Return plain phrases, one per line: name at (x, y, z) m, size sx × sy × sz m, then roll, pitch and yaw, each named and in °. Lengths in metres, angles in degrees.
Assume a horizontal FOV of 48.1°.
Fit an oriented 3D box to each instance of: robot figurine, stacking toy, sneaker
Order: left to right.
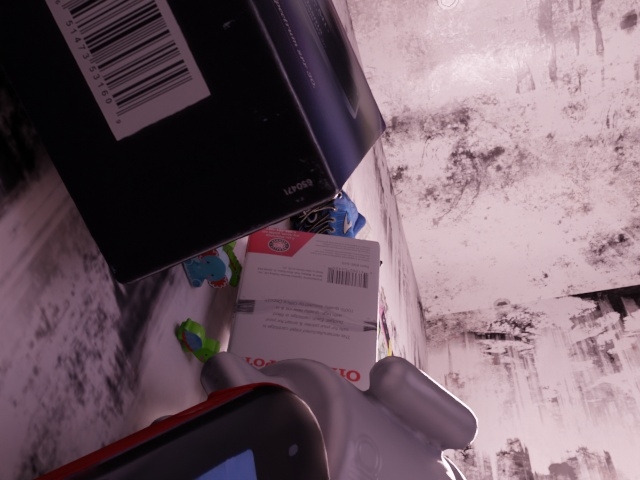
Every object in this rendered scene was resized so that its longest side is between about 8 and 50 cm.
stacking toy at (-0.124, -0.008, 0.730) m, size 0.167 × 0.052 × 0.221 m, roll -78°, pitch 155°, yaw -59°
sneaker at (0.000, 0.000, 1.178) m, size 0.147 × 0.130 × 0.330 m, roll 59°, pitch 17°, yaw -21°
robot figurine at (0.011, 0.243, 0.643) m, size 0.353 × 0.300 × 0.200 m, roll 42°, pitch 2°, yaw -30°

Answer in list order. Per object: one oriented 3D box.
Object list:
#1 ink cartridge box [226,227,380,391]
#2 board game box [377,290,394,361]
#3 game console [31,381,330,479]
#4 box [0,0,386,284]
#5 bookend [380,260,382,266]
ink cartridge box at (-0.018, 0.100, 0.804) m, size 0.092 × 0.159 × 0.218 m, roll 99°, pitch -3°, yaw -48°
board game box at (0.087, 0.262, 1.347) m, size 0.224 × 0.098 × 0.303 m, roll -51°, pitch 130°, yaw -73°
game console at (-0.095, 0.273, 0.339) m, size 0.386 × 0.060 × 0.342 m, roll -12°, pitch 91°, yaw -56°
box at (-0.093, -0.169, 0.571) m, size 0.296 × 0.183 × 0.294 m, roll 65°, pitch 16°, yaw -11°
bookend at (0.001, 0.088, 0.950) m, size 0.072 × 0.156 × 0.157 m, roll 125°, pitch -26°, yaw -46°
